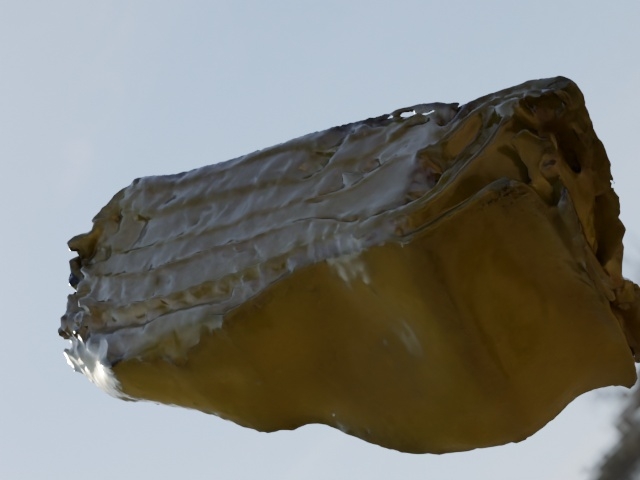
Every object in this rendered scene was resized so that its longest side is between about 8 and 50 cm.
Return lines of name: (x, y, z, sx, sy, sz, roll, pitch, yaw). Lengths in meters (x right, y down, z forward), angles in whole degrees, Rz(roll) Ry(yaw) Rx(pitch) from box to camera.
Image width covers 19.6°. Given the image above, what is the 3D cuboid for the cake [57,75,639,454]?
cake: (-0.002, 0.003, 0.518, 0.079, 0.185, 0.116, -59, -24, -31)
